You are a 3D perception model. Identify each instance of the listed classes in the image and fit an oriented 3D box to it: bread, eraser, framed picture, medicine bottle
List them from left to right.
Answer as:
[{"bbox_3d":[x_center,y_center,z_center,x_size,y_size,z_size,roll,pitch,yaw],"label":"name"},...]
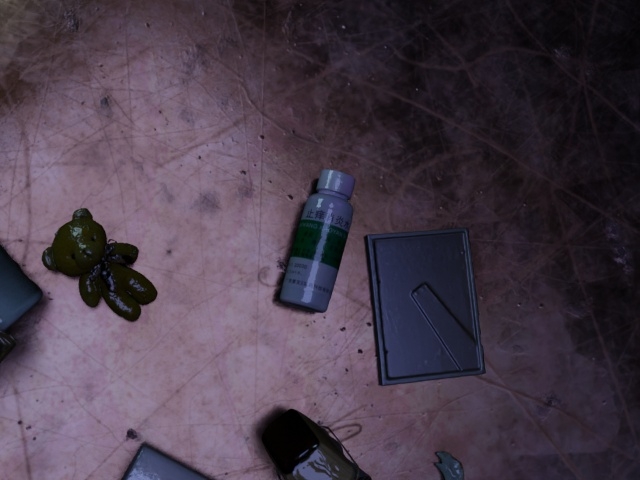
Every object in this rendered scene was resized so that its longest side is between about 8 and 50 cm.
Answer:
[{"bbox_3d":[-0.232,0.491,1.553,0.270,0.095,0.174,30,80,-6],"label":"eraser"},{"bbox_3d":[-0.003,0.411,1.554,0.142,0.224,0.212,-38,112,-7],"label":"bread"},{"bbox_3d":[0.000,0.000,1.664,0.095,0.095,0.260,16,79,-10],"label":"medicine bottle"},{"bbox_3d":[0.202,0.124,1.730,0.213,0.016,0.289,-5,84,-13],"label":"framed picture"}]

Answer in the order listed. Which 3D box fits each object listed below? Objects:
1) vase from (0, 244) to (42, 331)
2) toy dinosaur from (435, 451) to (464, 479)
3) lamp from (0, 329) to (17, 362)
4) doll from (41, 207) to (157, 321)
[{"bbox_3d":[-0.612,0.038,1.472,0.245,0.245,0.291,-44,101,-14],"label":"vase"},{"bbox_3d":[0.267,0.599,1.650,0.205,0.092,0.393,-30,81,-20],"label":"toy dinosaur"},{"bbox_3d":[-0.602,0.230,1.402,0.089,0.325,0.090,44,32,-11],"label":"lamp"},{"bbox_3d":[-0.378,0.048,1.578,0.209,0.097,0.137,40,71,-10],"label":"doll"}]
